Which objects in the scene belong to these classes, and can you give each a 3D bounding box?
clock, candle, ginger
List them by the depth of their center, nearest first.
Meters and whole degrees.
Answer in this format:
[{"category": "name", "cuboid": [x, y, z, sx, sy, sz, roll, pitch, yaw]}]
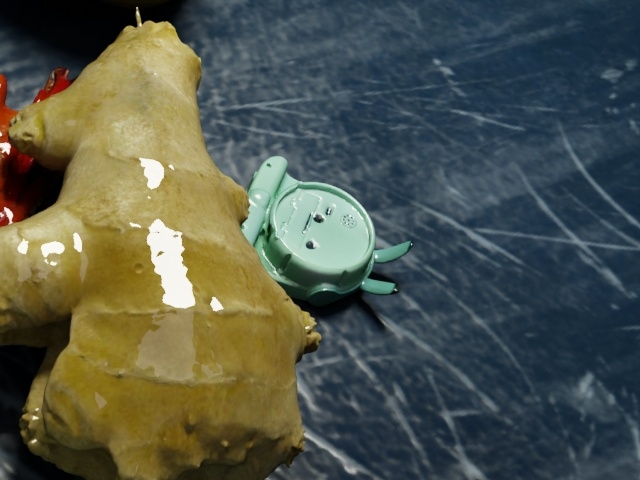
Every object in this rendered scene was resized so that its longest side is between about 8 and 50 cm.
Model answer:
[{"category": "ginger", "cuboid": [-0.146, 0.016, 1.303, 0.236, 0.166, 0.375, -19, 51, -10]}, {"category": "candle", "cuboid": [-0.236, -0.021, 1.330, 0.084, 0.059, 0.302, 19, 49, 3]}, {"category": "clock", "cuboid": [0.000, 0.000, 1.423, 0.135, 0.041, 0.101, 24, 49, -5]}]

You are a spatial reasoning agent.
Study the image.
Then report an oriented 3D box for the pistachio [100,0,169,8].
[{"category": "pistachio", "cuboid": [-0.191, -0.289, 1.489, 0.260, 0.163, 0.213, 28, 15, 2]}]
